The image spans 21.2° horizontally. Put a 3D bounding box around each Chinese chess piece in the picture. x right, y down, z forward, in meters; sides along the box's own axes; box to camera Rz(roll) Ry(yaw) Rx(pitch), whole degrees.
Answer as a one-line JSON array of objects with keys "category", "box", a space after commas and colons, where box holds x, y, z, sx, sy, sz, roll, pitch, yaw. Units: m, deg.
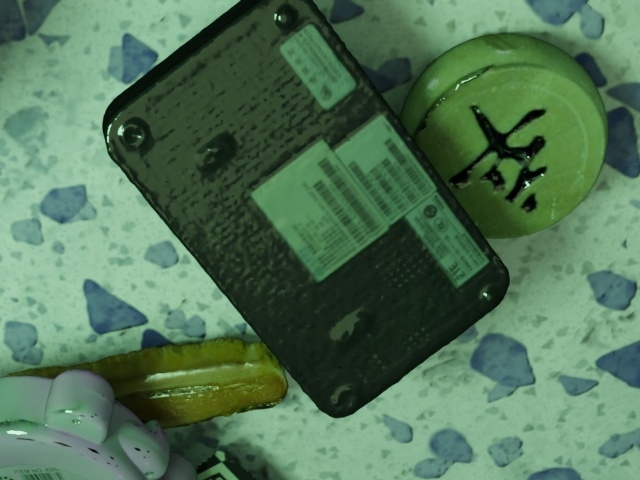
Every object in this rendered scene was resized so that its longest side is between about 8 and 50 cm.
[{"category": "Chinese chess piece", "box": [0.163, -0.092, 1.526, 0.188, 0.083, 0.188, -3, 118, -5]}]

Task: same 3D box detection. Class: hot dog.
[{"category": "hot dog", "box": [-0.175, 0.140, 1.639, 0.288, 0.068, 0.083, -7, 127, 3]}]

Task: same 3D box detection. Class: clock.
[{"category": "clock", "box": [-0.250, 0.212, 1.597, 0.227, 0.090, 0.248, -7, 140, 14]}]

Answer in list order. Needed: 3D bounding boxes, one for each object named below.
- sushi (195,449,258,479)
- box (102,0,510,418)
[{"category": "sushi", "box": [-0.098, 0.305, 1.762, 0.192, 0.040, 0.210, -37, 119, 23]}, {"category": "box", "box": [-0.009, -0.029, 1.448, 0.211, 0.058, 0.350, -38, 113, 1]}]
